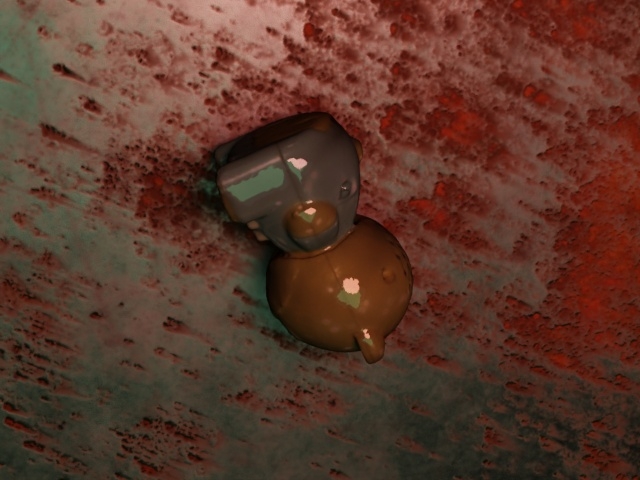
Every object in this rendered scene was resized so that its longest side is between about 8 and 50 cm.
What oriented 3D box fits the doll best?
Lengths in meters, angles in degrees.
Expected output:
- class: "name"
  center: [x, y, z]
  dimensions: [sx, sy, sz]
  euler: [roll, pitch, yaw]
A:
- class: "doll"
  center: [0.000, 0.000, 1.365]
  dimensions: [0.162, 0.177, 0.260]
  euler: [-24, 106, -1]
